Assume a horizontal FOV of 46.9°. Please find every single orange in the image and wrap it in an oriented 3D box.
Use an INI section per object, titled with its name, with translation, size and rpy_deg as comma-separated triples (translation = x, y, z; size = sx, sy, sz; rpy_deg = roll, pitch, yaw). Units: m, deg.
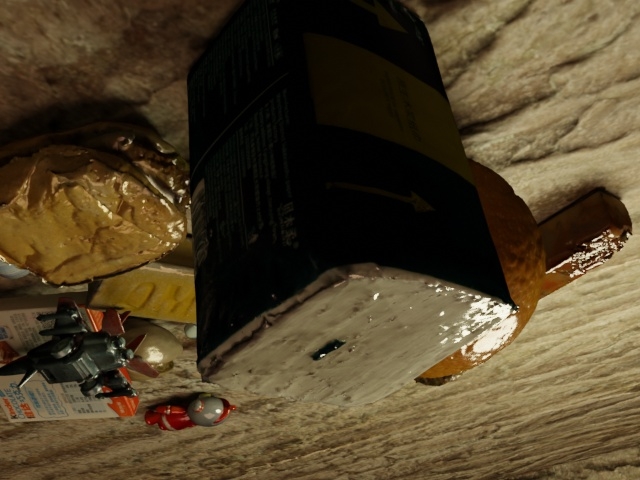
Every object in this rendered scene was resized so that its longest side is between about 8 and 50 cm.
[orange]
translation = 0.157, 0.040, 1.094
size = 0.322, 0.322, 0.357
rpy_deg = -3, 158, -7

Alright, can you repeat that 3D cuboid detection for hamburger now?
[hamburger]
translation = -0.312, -0.054, 1.005
size = 0.283, 0.145, 0.259
rpy_deg = -9, 143, 11

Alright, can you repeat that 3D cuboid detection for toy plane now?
[toy plane]
translation = -0.435, 0.203, 1.239
size = 0.326, 0.104, 0.223
rpy_deg = -18, 117, 17

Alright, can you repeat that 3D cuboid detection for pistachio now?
[pistachio]
translation = -0.355, 0.211, 1.433
size = 0.124, 0.124, 0.185
rpy_deg = -31, 145, 32

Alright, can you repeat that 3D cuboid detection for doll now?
[doll]
translation = -0.311, 0.424, 1.804
size = 0.245, 0.076, 0.142
rpy_deg = -18, 147, 23

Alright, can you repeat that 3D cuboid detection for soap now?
[soap]
translation = -0.243, 0.068, 1.254
size = 0.274, 0.089, 0.173
rpy_deg = 10, 142, -26

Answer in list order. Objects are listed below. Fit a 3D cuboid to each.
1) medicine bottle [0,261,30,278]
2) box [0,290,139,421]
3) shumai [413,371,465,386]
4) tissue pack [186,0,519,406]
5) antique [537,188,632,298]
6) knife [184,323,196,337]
[medicine bottle]
translation = -0.483, -0.025, 1.067
size = 0.083, 0.083, 0.203
rpy_deg = -9, 147, 3
[box]
translation = -0.497, 0.219, 1.348
size = 0.264, 0.048, 0.273
rpy_deg = -5, 123, 9
[shumai]
translation = 0.270, 0.205, 1.534
size = 0.206, 0.166, 0.175
rpy_deg = -29, 164, 31
[tissue pack]
translation = 0.005, -0.063, 0.807
size = 0.253, 0.417, 0.264
rpy_deg = 16, 139, -36
[antique]
translation = 0.404, 0.030, 1.317
size = 0.087, 0.093, 0.310
rpy_deg = 19, 138, -35
[knife]
translation = -0.167, 0.145, 1.440
size = 0.222, 0.031, 0.064
rpy_deg = -19, 142, 12
